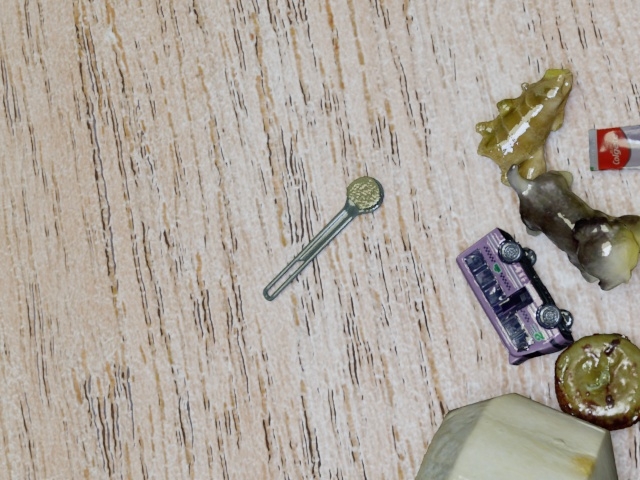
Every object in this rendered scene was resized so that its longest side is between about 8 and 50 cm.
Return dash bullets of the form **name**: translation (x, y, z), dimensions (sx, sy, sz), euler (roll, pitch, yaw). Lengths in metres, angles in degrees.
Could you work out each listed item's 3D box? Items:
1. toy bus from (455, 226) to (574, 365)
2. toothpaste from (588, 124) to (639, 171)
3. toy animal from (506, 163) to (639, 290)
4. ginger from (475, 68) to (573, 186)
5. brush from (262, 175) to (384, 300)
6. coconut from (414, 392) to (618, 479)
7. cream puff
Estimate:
- **toy bus**: translation (0.291, 0.085, 1.896), dimensions (0.108, 0.096, 0.199), euler (-33, 71, 15)
- **toothpaste**: translation (0.546, -0.145, 1.873), dimensions (0.301, 0.048, 0.075), euler (-5, 84, 20)
- **toy animal**: translation (0.381, -0.020, 1.848), dimensions (0.233, 0.168, 0.121), euler (42, 98, 29)
- **ginger**: translation (0.309, -0.175, 1.940), dimensions (0.115, 0.081, 0.205), euler (23, 95, 33)
- **brush**: translation (0.000, 0.000, 2.044), dimensions (0.266, 0.027, 0.062), euler (-46, 70, 7)
- **coconut**: translation (0.282, 0.370, 1.757), dimensions (0.323, 0.323, 0.323), euler (-3, 81, 18)
- **cream puff**: translation (0.410, 0.207, 1.840), dimensions (0.149, 0.084, 0.149), euler (-3, 71, 10)
